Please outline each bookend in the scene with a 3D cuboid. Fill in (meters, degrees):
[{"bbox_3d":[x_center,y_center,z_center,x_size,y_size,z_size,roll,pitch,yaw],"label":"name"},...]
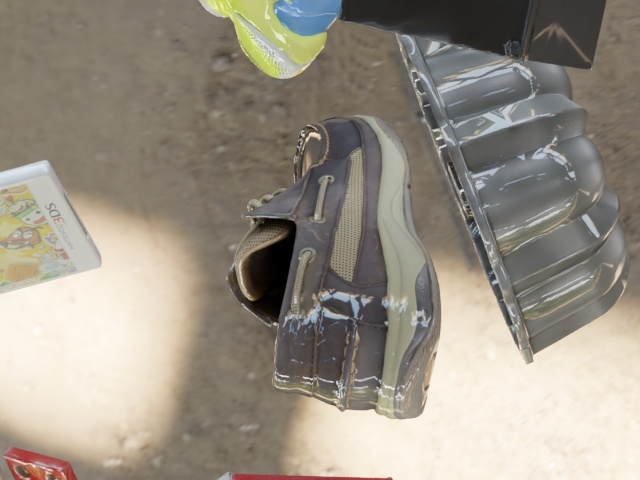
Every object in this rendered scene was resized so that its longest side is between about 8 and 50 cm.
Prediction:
[{"bbox_3d":[0.122,-0.146,1.048,0.157,0.156,0.072,21,103,49],"label":"bookend"}]

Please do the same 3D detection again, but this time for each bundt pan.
[{"bbox_3d":[0.177,-0.064,1.539,0.124,0.331,0.331,-20,92,3],"label":"bundt pan"}]

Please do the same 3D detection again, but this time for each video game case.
[{"bbox_3d":[-0.394,0.000,2.056,0.227,0.206,0.026,-15,56,4],"label":"video game case"}]

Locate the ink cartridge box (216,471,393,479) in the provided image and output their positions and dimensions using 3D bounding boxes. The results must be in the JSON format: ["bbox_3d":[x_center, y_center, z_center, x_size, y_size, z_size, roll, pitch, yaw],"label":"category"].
[{"bbox_3d":[-0.029,0.329,1.824,0.272,0.309,0.130,-36,65,24],"label":"ink cartridge box"}]

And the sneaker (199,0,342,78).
[{"bbox_3d":[-0.068,-0.259,1.492,0.126,0.091,0.240,-43,105,-12],"label":"sneaker"}]

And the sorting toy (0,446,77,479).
[{"bbox_3d":[-0.245,0.168,1.094,0.274,0.046,0.132,11,135,28],"label":"sorting toy"}]

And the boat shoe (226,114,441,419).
[{"bbox_3d":[0.000,0.000,1.299,0.130,0.355,0.132,3,116,-9],"label":"boat shoe"}]
